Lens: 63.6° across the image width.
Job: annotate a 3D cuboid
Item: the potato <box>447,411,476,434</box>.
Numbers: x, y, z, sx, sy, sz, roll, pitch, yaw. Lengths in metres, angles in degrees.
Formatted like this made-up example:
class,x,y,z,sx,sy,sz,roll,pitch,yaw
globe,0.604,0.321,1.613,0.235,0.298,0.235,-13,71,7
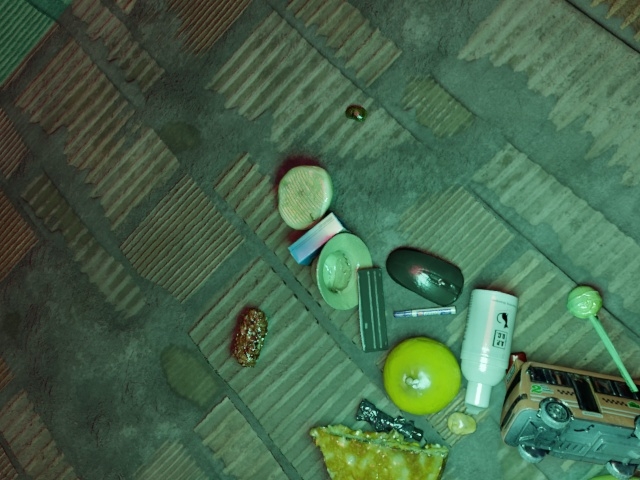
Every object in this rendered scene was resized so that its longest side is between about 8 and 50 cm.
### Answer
class,x,y,z,sx,sy,sz,roll,pitch,yaw
potato,0.443,0.575,1.616,0.083,0.062,0.068,4,100,-5

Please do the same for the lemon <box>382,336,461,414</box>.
class,x,y,z,sx,sy,sz,roll,pitch,yaw
lemon,0.306,0.418,1.588,0.240,0.219,0.241,-2,84,19

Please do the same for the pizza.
class,x,y,z,sx,sy,sz,roll,pitch,yaw
pizza,0.152,0.702,1.633,0.406,0.130,0.440,40,105,12

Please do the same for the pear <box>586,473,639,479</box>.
class,x,y,z,sx,sy,sz,roll,pitch,yaw
pear,0.809,0.786,1.366,0.308,0.309,0.310,-2,82,15

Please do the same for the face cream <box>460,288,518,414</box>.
class,x,y,z,sx,sy,sz,roll,pitch,yaw
face cream,0.500,0.344,1.562,0.145,0.145,0.370,9,79,16

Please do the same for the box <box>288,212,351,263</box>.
class,x,y,z,sx,sy,sz,roll,pitch,yaw
box,-0.001,0.000,1.766,0.194,0.139,0.073,-39,75,8

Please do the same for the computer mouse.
class,x,y,z,sx,sy,sz,roll,pitch,yaw
computer mouse,0.337,0.112,1.687,0.269,0.086,0.138,26,91,16

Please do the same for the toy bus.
class,x,y,z,sx,sy,sz,roll,pitch,yaw
toy bus,0.718,0.475,1.410,0.426,0.233,0.203,10,128,3

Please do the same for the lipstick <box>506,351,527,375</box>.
class,x,y,z,sx,sy,sz,roll,pitch,yaw
lipstick,0.616,0.484,1.570,0.073,0.073,0.280,-11,80,14

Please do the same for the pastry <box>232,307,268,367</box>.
class,x,y,z,sx,sy,sz,roll,pitch,yaw
pastry,-0.242,0.338,1.812,0.115,0.097,0.209,14,89,21

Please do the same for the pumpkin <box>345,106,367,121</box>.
class,x,y,z,sx,sy,sz,roll,pitch,yaw
pumpkin,0.125,-0.456,1.849,0.083,0.028,0.050,13,89,21

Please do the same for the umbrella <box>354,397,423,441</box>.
class,x,y,z,sx,sy,sz,roll,pitch,yaw
umbrella,0.222,0.595,1.669,0.224,0.071,0.080,20,117,12

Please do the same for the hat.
class,x,y,z,sx,sy,sz,roll,pitch,yaw
hat,0.045,0.101,1.733,0.130,0.257,0.258,0,82,49

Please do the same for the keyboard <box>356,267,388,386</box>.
class,x,y,z,sx,sy,sz,roll,pitch,yaw
keyboard,0.180,0.284,1.710,0.103,0.041,0.382,-3,80,-19

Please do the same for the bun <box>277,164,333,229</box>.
class,x,y,z,sx,sy,sz,roll,pitch,yaw
bun,-0.049,-0.157,1.813,0.210,0.116,0.237,45,111,13

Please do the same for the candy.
class,x,y,z,sx,sy,sz,roll,pitch,yaw
candy,0.810,0.275,1.471,0.092,0.092,0.336,-13,50,1

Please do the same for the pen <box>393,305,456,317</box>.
class,x,y,z,sx,sy,sz,roll,pitch,yaw
pen,0.344,0.237,1.700,0.204,0.025,0.025,-7,81,15
